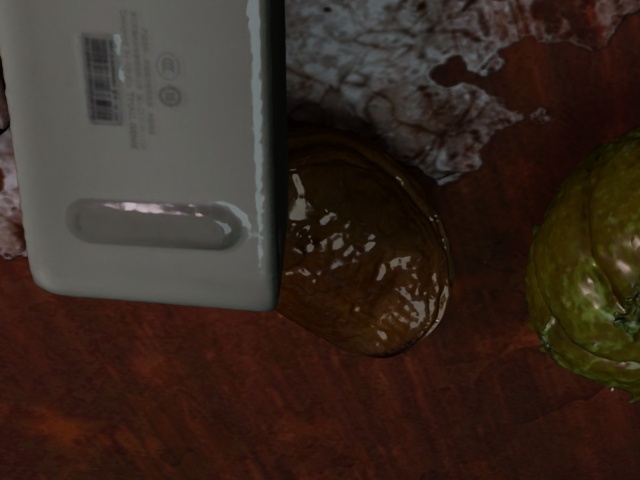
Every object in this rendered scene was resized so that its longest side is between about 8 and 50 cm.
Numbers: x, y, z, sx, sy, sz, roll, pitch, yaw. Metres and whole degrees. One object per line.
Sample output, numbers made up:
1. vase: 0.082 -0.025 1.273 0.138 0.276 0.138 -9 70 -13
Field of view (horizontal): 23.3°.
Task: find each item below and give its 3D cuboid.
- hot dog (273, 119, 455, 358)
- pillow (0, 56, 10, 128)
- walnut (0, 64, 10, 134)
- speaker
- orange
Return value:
1. hot dog: 0.000 0.000 1.382 0.272 0.122 0.196 31 128 -33
2. pillow: -0.332 -0.182 1.077 0.236 0.223 0.084 -5 179 -9
3. walnut: -0.309 -0.111 1.195 0.245 0.137 0.137 -34 133 23
4. speaker: -0.120 -0.147 1.097 0.184 0.183 0.406 1 122 3
5. orange: 0.333 0.010 1.378 0.301 0.223 0.300 -4 154 -5
